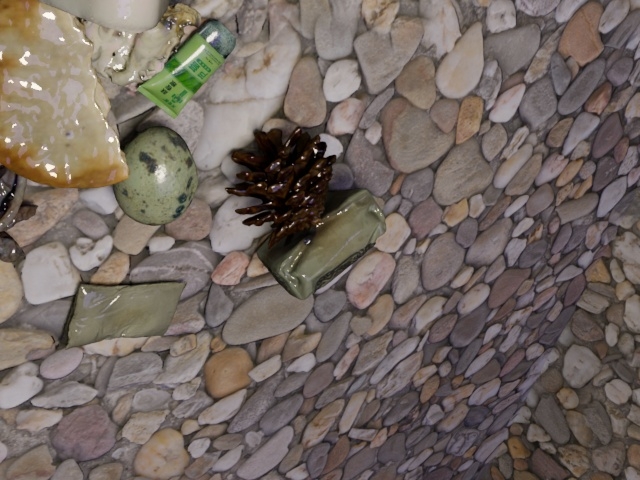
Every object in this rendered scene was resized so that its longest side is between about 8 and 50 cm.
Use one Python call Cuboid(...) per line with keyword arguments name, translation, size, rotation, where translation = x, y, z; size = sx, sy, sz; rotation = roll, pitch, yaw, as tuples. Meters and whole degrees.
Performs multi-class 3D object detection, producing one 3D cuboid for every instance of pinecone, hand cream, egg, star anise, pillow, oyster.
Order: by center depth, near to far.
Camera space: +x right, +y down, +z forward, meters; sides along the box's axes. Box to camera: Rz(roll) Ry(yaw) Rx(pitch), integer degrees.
Cuboid(name="oyster", translation=(-0.275, -0.317, 1.058), size=(0.191, 0.081, 0.163), rotation=(-3, 133, -4))
Cuboid(name="star anise", translation=(-0.538, -0.042, 1.078), size=(0.262, 0.081, 0.230), rotation=(-42, 130, 0))
Cuboid(name="hand cream", translation=(-0.215, -0.289, 1.164), size=(0.175, 0.046, 0.095), rotation=(-46, 143, 5))
Cuboid(name="egg", translation=(-0.280, -0.111, 1.188), size=(0.141, 0.141, 0.182), rotation=(-9, 130, -35))
Cuboid(name="pinecone", translation=(-0.075, -0.112, 1.324), size=(0.201, 0.202, 0.229), rotation=(35, 100, -23))
Cuboid(name="pillow", translation=(-0.389, 0.143, 1.389), size=(0.229, 0.050, 0.148), rotation=(-1, 129, -43))

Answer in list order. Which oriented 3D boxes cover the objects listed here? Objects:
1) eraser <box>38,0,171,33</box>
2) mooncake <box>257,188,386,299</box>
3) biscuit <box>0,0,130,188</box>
Cuboid(name="eraser", translation=(-0.284, -0.399, 0.886), size=(0.331, 0.331, 0.150), rotation=(-7, 126, -36))
Cuboid(name="mooncake", translation=(0.003, 0.004, 1.452), size=(0.250, 0.254, 0.136), rotation=(-42, 108, -8))
Cuboid(name="biscuit", translation=(-0.415, -0.208, 1.024), size=(0.204, 0.040, 0.309), rotation=(-16, 122, -8))
